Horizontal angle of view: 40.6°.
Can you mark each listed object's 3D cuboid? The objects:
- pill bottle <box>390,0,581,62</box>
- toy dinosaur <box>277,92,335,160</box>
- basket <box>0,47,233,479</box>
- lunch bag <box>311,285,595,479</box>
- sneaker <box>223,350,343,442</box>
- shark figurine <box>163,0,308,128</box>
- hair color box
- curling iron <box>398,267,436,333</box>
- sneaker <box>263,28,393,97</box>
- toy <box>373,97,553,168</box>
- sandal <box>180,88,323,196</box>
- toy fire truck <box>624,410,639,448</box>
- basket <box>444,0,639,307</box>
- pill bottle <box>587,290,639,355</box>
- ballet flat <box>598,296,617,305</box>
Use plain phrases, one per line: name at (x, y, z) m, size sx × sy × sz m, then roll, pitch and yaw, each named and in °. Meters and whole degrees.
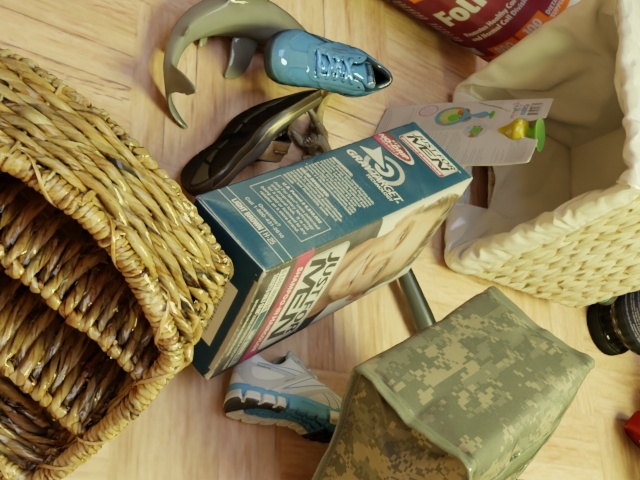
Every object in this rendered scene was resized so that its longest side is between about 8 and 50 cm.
pill bottle at (0.183, -0.432, 1.256) m, size 0.392 × 0.224 × 0.224 m, roll 21°, pitch 59°, yaw -34°
toy dinosaur at (-0.007, -0.130, 1.092) m, size 0.092 × 0.053 × 0.183 m, roll 33°, pitch 38°, yaw -44°
basket at (-0.243, 0.025, 0.688) m, size 0.299 × 0.213 × 0.223 m, roll 45°, pitch 48°, yaw -17°
lunch bag at (0.119, 0.228, 0.893) m, size 0.169 × 0.287 × 0.235 m, roll 39°, pitch 41°, yaw 27°
sneaker at (-0.017, 0.163, 0.934) m, size 0.190 × 0.071 × 0.083 m, roll 26°, pitch 47°, yaw -34°
shark figurine at (-0.105, -0.256, 1.006) m, size 0.278 × 0.116 × 0.166 m, roll -36°, pitch 96°, yaw -46°
hair color box at (0.000, 0.000, 0.929) m, size 0.105 × 0.174 × 0.347 m, roll 46°, pitch 42°, yaw 18°
curling iron at (0.151, 0.128, 1.119) m, size 0.068 × 0.035 × 0.274 m, roll -34°, pitch 96°, yaw -49°
sneaker at (0.016, -0.215, 1.059) m, size 0.209 × 0.082 × 0.069 m, roll -2°, pitch 102°, yaw -55°
toy at (0.178, -0.125, 1.135) m, size 0.137 × 0.237 × 0.056 m, roll -60°, pitch 136°, yaw -39°
sandal at (-0.072, -0.107, 0.991) m, size 0.219 × 0.090 × 0.060 m, roll -51°, pitch 128°, yaw -39°
toy fire truck at (0.631, 0.318, 1.293) m, size 0.169 × 0.302 × 0.254 m, roll -47°, pitch 108°, yaw -10°
basket at (0.374, -0.108, 1.200) m, size 0.266 × 0.331 × 0.328 m, roll 24°, pitch 58°, yaw -28°
pill bottle at (0.532, 0.110, 1.335) m, size 0.123 × 0.219 × 0.123 m, roll 18°, pitch 61°, yaw -36°
ballet flat at (0.456, 0.007, 1.379) m, size 0.074 × 0.074 × 0.203 m, roll 11°, pitch 64°, yaw -38°
